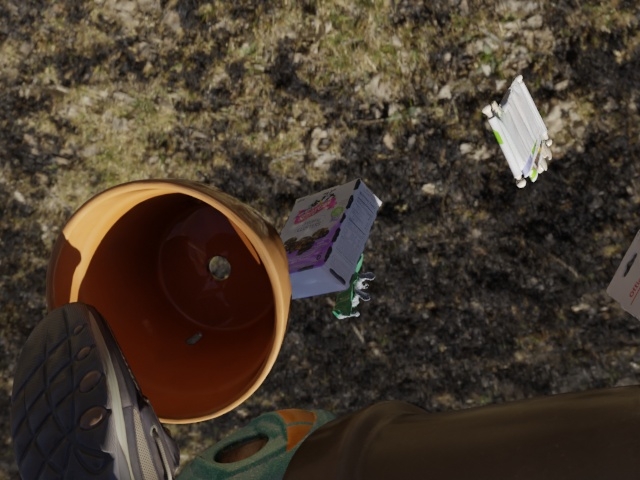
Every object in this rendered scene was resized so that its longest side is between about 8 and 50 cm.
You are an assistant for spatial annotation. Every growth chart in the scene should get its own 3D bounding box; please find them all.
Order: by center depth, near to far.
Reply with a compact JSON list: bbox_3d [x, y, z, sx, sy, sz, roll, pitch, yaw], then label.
[{"bbox_3d":[0.336,-0.183,1.096,0.021,0.237,0.171,-17,108,36],"label":"growth chart"}]

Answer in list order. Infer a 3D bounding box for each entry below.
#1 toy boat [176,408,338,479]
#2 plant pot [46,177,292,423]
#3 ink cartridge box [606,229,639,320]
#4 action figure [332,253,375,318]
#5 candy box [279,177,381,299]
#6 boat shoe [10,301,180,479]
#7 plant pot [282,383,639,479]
[{"bbox_3d":[-0.029,0.289,0.839,0.268,0.148,0.318,-21,-169,-41],"label":"toy boat"},{"bbox_3d":[-0.163,0.055,0.843,0.291,0.203,0.290,2,102,11],"label":"plant pot"},{"bbox_3d":[0.436,0.063,0.793,0.060,0.180,0.104,18,106,-12],"label":"ink cartridge box"},{"bbox_3d":[0.068,0.129,1.495,0.064,0.137,0.232,19,160,-5],"label":"action figure"},{"bbox_3d":[0.000,0.000,1.150,0.165,0.196,0.070,-16,130,43],"label":"candy box"},{"bbox_3d":[-0.226,0.241,0.705,0.133,0.355,0.130,-21,163,14],"label":"boat shoe"},{"bbox_3d":[0.135,0.203,0.418,0.229,0.263,0.263,-32,132,28],"label":"plant pot"}]
